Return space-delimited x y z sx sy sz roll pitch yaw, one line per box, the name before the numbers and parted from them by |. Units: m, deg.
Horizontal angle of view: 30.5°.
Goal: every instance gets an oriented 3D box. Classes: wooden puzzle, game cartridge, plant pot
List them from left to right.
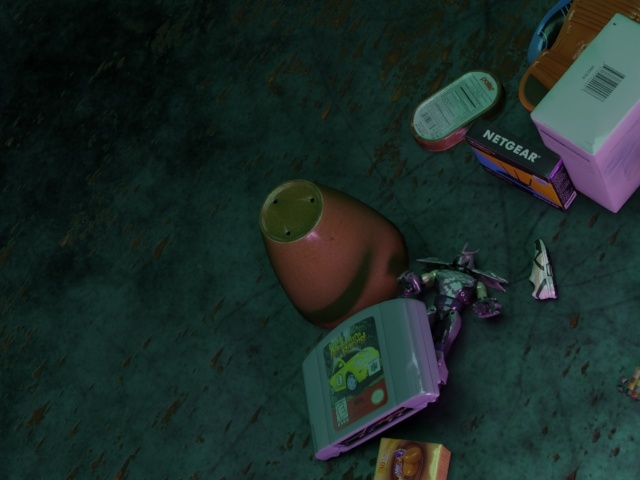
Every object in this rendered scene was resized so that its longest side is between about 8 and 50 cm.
plant pot | 0.000 0.000 2.034 0.237 0.254 0.237 -11 61 20
game cartridge | 0.073 0.220 1.936 0.294 0.060 0.196 -38 46 40
wooden puzzle | 0.507 0.227 1.836 0.083 0.006 0.049 21 76 31

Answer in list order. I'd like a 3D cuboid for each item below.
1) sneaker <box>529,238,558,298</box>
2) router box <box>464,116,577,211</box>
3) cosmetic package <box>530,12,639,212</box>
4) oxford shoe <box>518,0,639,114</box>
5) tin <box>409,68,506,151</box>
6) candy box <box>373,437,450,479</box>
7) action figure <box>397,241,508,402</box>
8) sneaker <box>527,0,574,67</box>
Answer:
sneaker | 0.366 0.048 1.968 0.043 0.040 0.109 -15 61 20
router box | 0.343 -0.130 2.008 0.179 0.133 0.046 32 82 33
cosmetic package | 0.485 -0.203 1.922 0.138 0.225 0.224 39 86 31
oxford shoe | 0.486 -0.340 2.042 0.364 0.133 0.130 -48 54 -1
tin | 0.252 -0.240 2.163 0.189 0.040 0.106 -34 61 7
candy box | 0.137 0.418 1.889 0.109 0.053 0.187 2 66 26
action figure | 0.206 0.127 1.973 0.185 0.099 0.285 10 68 34
sneaker | 0.467 -0.390 2.106 0.090 0.081 0.232 32 81 40
